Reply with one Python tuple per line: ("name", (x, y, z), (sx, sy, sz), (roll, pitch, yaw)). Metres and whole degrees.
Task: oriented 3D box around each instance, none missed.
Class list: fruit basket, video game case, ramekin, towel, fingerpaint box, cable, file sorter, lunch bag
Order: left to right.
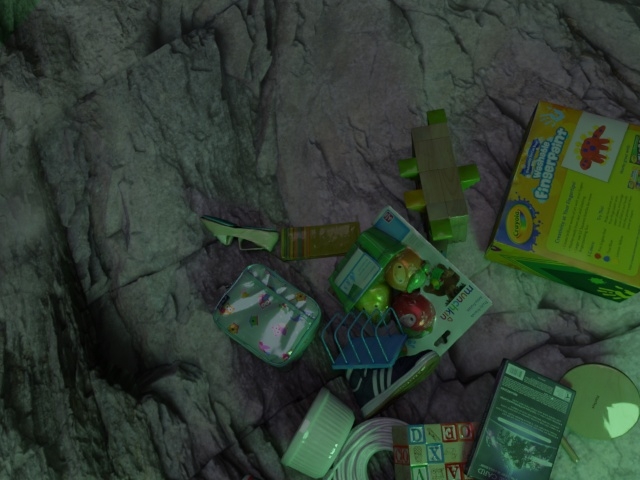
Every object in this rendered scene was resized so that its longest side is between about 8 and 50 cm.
("lunch bag", (-0.143, 0.201, 1.491), (0.279, 0.108, 0.224), (33, 78, 18))
("ramekin", (-0.001, 0.476, 1.327), (0.108, 0.207, 0.207), (29, 77, 7))
("towel", (0.000, 0.000, 1.591), (0.236, 0.021, 0.102), (-5, 70, 6))
("file sorter", (0.105, 0.238, 1.334), (0.170, 0.105, 0.118), (-11, 22, 36))
("cable", (0.159, 0.570, 1.328), (0.257, 0.089, 0.257), (28, 76, 16))
("fruit basket", (0.198, 0.142, 1.379), (0.353, 0.165, 0.327), (49, 124, 21))
("video game case", (0.460, 0.436, 1.238), (0.195, 0.026, 0.275), (26, 79, -8))
("fingerpaint box", (0.693, -0.109, 1.457), (0.370, 0.163, 0.445), (19, 74, 13))

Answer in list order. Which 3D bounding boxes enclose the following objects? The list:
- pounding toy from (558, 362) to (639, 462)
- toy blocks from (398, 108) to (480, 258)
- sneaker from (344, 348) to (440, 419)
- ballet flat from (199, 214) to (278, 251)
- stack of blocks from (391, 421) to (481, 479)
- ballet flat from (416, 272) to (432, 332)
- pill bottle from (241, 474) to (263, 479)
("pounding toy", (0.653, 0.395, 1.328), (0.237, 0.110, 0.183), (-46, 76, 19))
("toy blocks", (0.319, -0.121, 1.477), (0.190, 0.261, 0.382), (-9, 62, 7))
("sneaker", (0.163, 0.316, 1.354), (0.282, 0.099, 0.153), (-51, 58, 33))
("ballet flat", (-0.248, -0.015, 1.605), (0.248, 0.086, 0.086), (12, 72, 11))
("stack of blocks", (0.323, 0.514, 1.260), (0.296, 0.087, 0.171), (4, 68, -18))
("ballet flat", (0.281, 0.140, 1.470), (0.077, 0.077, 0.231), (-15, 68, -4))
("pill bottle", (-0.121, 0.659, 1.323), (0.180, 0.108, 0.108), (18, 74, 13))
